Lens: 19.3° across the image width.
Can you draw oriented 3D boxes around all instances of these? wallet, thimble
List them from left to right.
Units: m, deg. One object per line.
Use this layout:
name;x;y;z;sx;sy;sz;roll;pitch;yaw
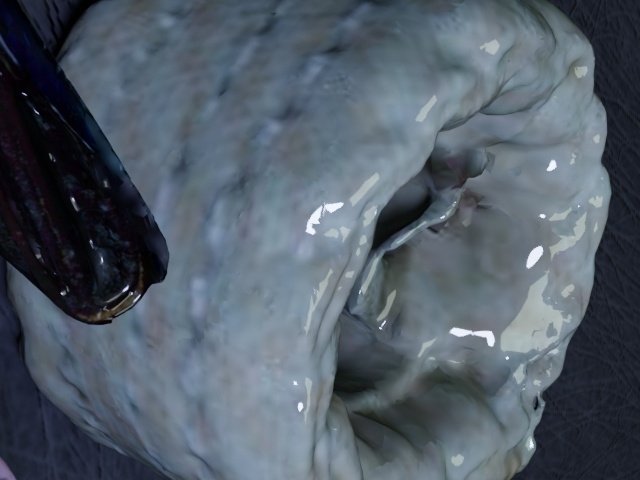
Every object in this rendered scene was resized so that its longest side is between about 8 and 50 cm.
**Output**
wallet;-0.163;-0.104;0.521;0.045;0.318;0.172;-41;138;-13
thimble;0.000;0.000;0.916;0.291;0.195;0.292;-34;134;-44

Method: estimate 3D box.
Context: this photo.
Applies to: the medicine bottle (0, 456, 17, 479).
medicine bottle;-0.204;0.136;0.715;0.168;0.135;0.135;-1;103;-56
